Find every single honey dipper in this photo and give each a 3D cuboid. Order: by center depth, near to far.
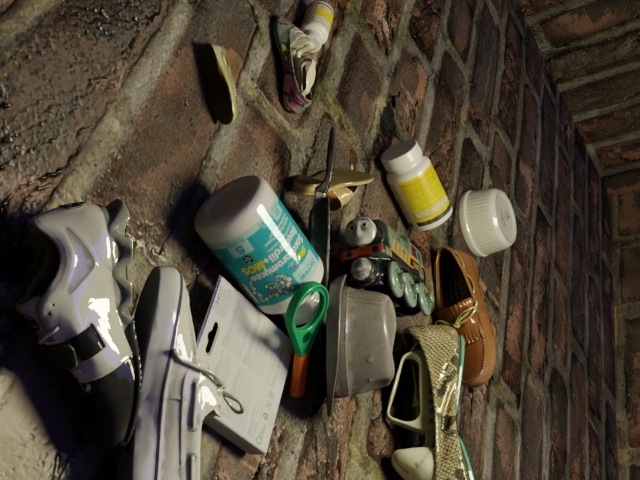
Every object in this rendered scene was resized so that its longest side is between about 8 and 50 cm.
[{"bbox_3d":[0.000,0.000,1.636,0.161,0.031,0.030,32,52,-43],"label":"honey dipper"}]

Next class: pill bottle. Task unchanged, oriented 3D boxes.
[{"bbox_3d":[-0.090,0.027,1.369,0.264,0.146,0.146,55,38,-30],"label":"pill bottle"},{"bbox_3d":[-0.011,-0.476,1.766,0.065,0.065,0.116,48,42,-37],"label":"pill bottle"},{"bbox_3d":[0.237,-0.138,1.968,0.208,0.119,0.119,61,35,-23],"label":"pill bottle"}]

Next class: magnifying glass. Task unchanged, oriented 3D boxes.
[{"bbox_3d":[-0.030,0.174,1.368,0.092,0.026,0.230,-23,129,-44],"label":"magnifying glass"}]

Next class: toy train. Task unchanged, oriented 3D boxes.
[{"bbox_3d":[0.140,0.064,1.709,0.334,0.142,0.190,34,44,-58],"label":"toy train"}]

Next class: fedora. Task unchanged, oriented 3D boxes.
[{"bbox_3d":[0.078,0.195,1.470,0.243,0.125,0.275,-79,170,-59],"label":"fedora"}]

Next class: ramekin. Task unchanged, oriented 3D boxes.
[{"bbox_3d":[0.505,-0.060,2.366,0.207,0.109,0.207,28,55,-50],"label":"ramekin"}]

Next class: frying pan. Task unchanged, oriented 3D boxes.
[{"bbox_3d":[0.003,-0.049,1.508,0.197,0.053,0.325,-98,-171,-79],"label":"frying pan"}]

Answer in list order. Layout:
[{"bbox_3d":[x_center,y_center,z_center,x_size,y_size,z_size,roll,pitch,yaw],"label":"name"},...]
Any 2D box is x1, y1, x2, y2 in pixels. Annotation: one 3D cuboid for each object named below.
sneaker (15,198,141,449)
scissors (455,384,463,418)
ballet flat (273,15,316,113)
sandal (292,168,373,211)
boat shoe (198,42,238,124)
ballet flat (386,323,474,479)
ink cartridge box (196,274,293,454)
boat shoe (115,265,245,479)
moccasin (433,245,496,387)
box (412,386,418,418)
[{"bbox_3d":[-0.320,0.115,1.027,0.146,0.122,0.330,-6,91,-35],"label":"sneaker"},{"bbox_3d":[0.334,0.409,2.005,0.109,0.021,0.297,54,39,-34],"label":"scissors"},{"bbox_3d":[-0.046,-0.376,1.659,0.077,0.079,0.221,13,67,-54],"label":"ballet flat"},{"bbox_3d":[0.020,-0.100,1.682,0.240,0.088,0.079,-13,120,-51],"label":"sandal"},{"bbox_3d":[-0.178,-0.286,1.444,0.048,0.056,0.152,-12,81,-54],"label":"boat shoe"},{"bbox_3d":[0.231,0.409,1.721,0.182,0.164,0.482,6,61,-11],"label":"ballet flat"},{"bbox_3d":[-0.143,0.207,1.311,0.224,0.045,0.223,49,41,-36],"label":"ink cartridge box"},{"bbox_3d":[-0.186,0.222,1.101,0.157,0.136,0.366,9,73,-26],"label":"boat shoe"},{"bbox_3d":[0.358,0.187,2.008,0.147,0.139,0.379,29,52,-43],"label":"moccasin"},{"bbox_3d":[0.267,0.362,1.894,0.105,0.043,0.179,47,44,-37],"label":"box"}]
